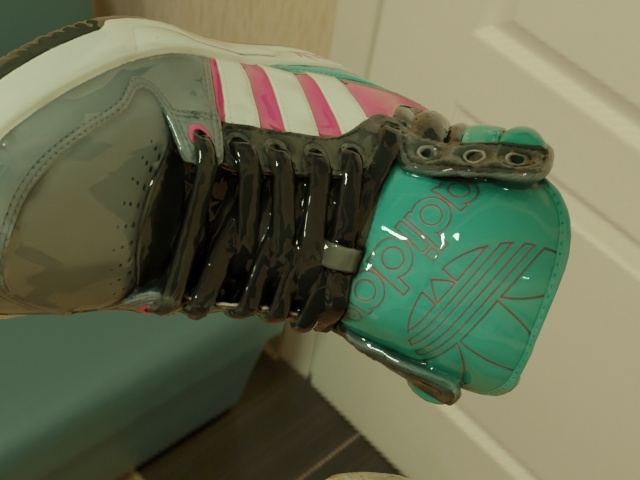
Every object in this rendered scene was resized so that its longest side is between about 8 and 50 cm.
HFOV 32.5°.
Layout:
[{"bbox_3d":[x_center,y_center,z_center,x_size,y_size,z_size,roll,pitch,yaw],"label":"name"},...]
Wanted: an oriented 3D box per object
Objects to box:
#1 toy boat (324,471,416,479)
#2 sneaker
[{"bbox_3d":[-0.034,0.216,0.428,0.318,0.267,0.148,-9,15,-8],"label":"toy boat"},{"bbox_3d":[0.000,0.000,0.428,0.178,0.124,0.295,27,23,23],"label":"sneaker"}]
